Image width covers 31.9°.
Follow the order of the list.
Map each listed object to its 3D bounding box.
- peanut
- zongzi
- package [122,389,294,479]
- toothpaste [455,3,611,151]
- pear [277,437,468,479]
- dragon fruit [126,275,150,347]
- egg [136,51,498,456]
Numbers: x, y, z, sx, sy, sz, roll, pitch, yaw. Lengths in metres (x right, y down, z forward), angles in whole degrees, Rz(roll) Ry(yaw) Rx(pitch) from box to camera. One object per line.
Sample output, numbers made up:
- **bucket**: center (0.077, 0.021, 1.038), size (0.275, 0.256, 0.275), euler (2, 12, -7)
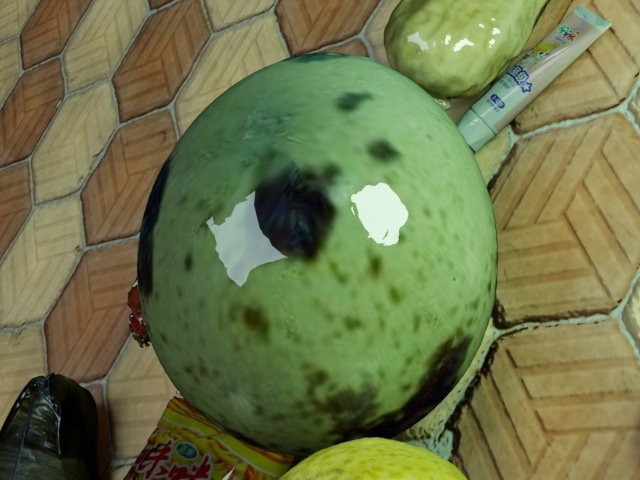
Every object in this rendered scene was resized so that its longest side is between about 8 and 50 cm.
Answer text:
- **peanut**: center (0.176, -0.267, 1.249), size (0.291, 0.143, 0.159), euler (-56, 5, -17)
- **zongzi**: center (-0.299, 0.323, 1.379), size (0.300, 0.138, 0.286), euler (10, 64, 32)
- **package**: center (-0.157, 0.303, 1.242), size (0.223, 0.108, 0.288), euler (20, 70, 46)
- **toothpaste**: center (0.227, -0.177, 1.221), size (0.194, 0.043, 0.067), euler (-44, 35, 7)
- **pear**: center (0.046, 0.284, 0.876), size (0.271, 0.271, 0.271), euler (-25, 49, 33)
- **dragon fruit**: center (-0.135, 0.062, 1.331), size (0.209, 0.172, 0.172), euler (-6, 60, 27)
- **egg**: center (0.000, 0.000, 1.094), size (0.345, 0.345, 0.428), euler (-21, 46, 36)
